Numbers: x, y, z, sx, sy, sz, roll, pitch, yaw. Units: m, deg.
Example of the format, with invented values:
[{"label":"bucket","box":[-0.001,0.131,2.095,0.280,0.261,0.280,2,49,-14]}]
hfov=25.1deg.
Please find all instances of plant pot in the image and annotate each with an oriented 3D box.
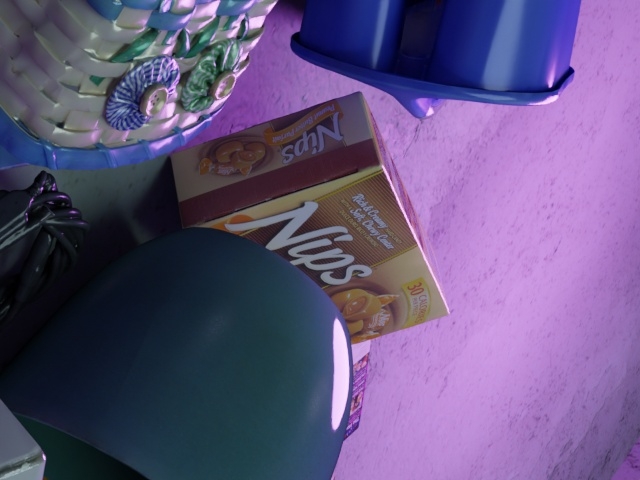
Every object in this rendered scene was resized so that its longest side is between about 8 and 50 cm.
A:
[{"label":"plant pot","box":[-0.106,0.133,1.198,0.235,0.293,0.293,-57,153,-27]}]

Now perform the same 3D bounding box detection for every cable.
[{"label":"cable","box":[-0.259,0.028,1.079,0.184,0.047,0.150,-41,162,-13]}]

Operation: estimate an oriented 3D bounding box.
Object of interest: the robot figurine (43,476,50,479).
[{"label":"robot figurine","box":[-0.216,0.288,1.200,0.085,0.211,0.291,-57,171,-34]}]

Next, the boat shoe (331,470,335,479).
[{"label":"boat shoe","box":[-0.090,0.239,1.473,0.257,0.095,0.095,-13,110,-38]}]

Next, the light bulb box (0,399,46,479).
[{"label":"light bulb box","box":[-0.366,0.220,0.749,0.358,0.225,0.361,-21,141,-39]}]

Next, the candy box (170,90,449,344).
[{"label":"candy box","box":[0.000,0.000,1.368,0.183,0.087,0.316,-18,149,7]}]

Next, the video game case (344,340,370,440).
[{"label":"video game case","box":[-0.027,0.189,1.637,0.232,0.042,0.210,-37,142,-42]}]

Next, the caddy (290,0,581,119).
[{"label":"caddy","box":[0.112,-0.198,1.303,0.341,0.241,0.179,-38,140,-69]}]

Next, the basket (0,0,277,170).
[{"label":"basket","box":[-0.178,-0.129,0.953,0.289,0.201,0.255,-38,172,36]}]
